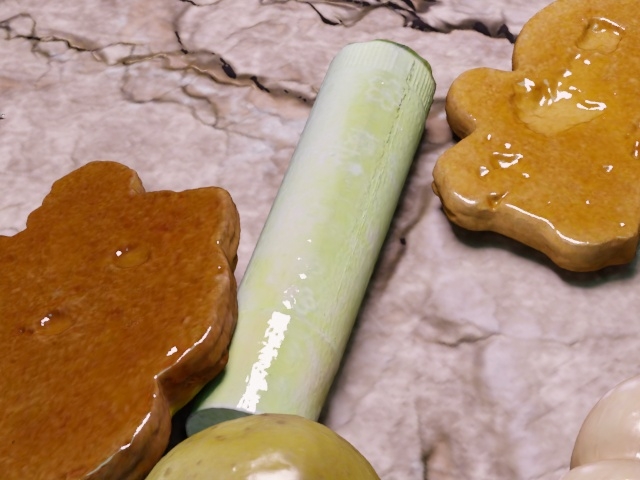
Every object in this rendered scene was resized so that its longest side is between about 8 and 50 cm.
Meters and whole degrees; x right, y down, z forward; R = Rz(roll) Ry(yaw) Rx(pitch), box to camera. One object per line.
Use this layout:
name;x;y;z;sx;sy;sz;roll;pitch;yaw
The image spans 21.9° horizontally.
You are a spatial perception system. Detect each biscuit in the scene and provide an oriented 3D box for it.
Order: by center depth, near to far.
biscuit;-0.143;0.054;0.949;0.208;0.041;0.290;-14;38;13
biscuit;0.178;-0.081;1.079;0.184;0.035;0.249;20;54;17

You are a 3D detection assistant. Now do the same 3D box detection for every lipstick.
lipstick;0.000;0.000;0.995;0.076;0.076;0.304;12;51;13

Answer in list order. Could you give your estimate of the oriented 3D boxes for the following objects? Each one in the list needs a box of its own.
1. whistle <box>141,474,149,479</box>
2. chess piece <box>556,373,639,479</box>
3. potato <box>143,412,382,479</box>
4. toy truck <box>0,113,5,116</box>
whistle;-0.071;0.215;0.829;0.126;0.067;0.258;19;57;2
chess piece;0.147;0.176;0.817;0.142;0.143;0.261;17;46;16
potato;-0.026;0.203;0.748;0.160;0.111;0.272;24;64;-15
toy truck;-0.280;-0.128;1.112;0.080;0.078;0.154;-27;55;-17
